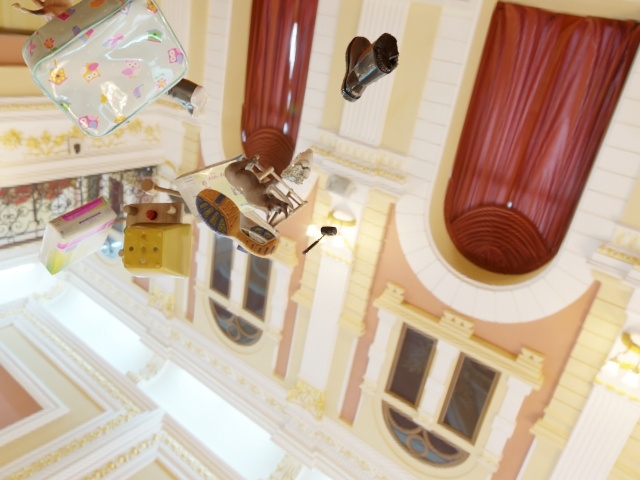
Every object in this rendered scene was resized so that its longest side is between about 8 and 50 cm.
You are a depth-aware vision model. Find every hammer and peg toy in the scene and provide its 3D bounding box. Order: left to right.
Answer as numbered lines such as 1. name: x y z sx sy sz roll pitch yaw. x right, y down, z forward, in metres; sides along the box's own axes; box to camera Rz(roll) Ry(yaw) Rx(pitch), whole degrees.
1. hammer and peg toy: -0.669 -0.082 2.061 0.266 0.361 0.127 1 170 15

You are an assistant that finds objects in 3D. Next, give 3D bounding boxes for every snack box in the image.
1. snack box: -0.357 -0.177 1.800 0.322 0.187 0.060 -10 -154 35

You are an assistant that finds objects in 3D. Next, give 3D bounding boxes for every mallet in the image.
1. mallet: 0.000 0.000 1.848 0.062 0.039 0.190 -2 -152 30

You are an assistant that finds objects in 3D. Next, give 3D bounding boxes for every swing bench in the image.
1. swing bench: -0.237 -0.160 2.069 0.253 0.255 0.165 42 -179 -41

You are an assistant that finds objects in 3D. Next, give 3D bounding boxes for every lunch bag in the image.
1. lunch bag: -0.416 -0.348 1.009 0.279 0.224 0.108 -39 -120 -7

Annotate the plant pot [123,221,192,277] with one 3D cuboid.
1. plant pot: -0.609 0.032 1.870 0.212 0.212 0.187 1 177 5

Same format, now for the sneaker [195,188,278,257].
1. sneaker: -0.269 -0.044 1.599 0.296 0.112 0.131 40 172 -8

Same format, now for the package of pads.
1. package of pads: -0.882 -0.020 1.852 0.101 0.296 0.229 49 -134 0

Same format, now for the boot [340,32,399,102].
1. boot: 0.157 -0.553 1.519 0.094 0.246 0.207 24 155 -24

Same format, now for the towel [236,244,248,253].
1. towel: -0.360 0.002 2.496 0.067 0.119 0.029 24 174 -9

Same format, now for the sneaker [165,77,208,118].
1. sneaker: -0.512 -0.550 1.919 0.147 0.105 0.296 28 175 -8

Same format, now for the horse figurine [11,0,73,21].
1. horse figurine: -0.573 -0.536 1.071 0.066 0.263 0.174 -8 172 24

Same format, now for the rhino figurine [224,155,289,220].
1. rhino figurine: -0.178 -0.144 1.459 0.243 0.073 0.106 46 -126 12

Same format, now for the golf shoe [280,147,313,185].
1. golf shoe: -0.060 -0.218 1.509 0.069 0.086 0.176 28 165 -19
